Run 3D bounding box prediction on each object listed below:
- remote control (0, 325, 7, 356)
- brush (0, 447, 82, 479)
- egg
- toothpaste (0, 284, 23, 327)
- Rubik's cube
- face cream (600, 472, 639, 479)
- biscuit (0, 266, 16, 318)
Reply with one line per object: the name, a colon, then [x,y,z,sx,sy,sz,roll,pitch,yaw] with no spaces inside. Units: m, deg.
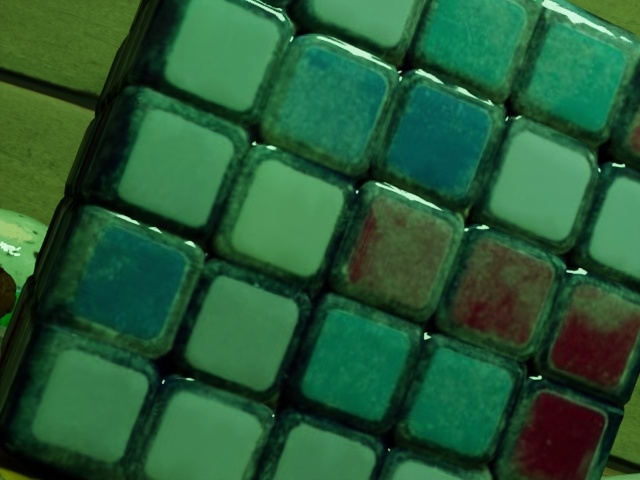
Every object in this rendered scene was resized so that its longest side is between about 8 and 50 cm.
remote control: [-0.188,0.105,0.893,0.103,0.034,0.250,21,-6,-43]
brush: [-0.084,0.124,0.563,0.314,0.017,0.090,21,-3,-37]
egg: [-0.328,0.029,1.181,0.164,0.131,0.131,37,-14,-31]
toothpaste: [-0.367,0.047,1.079,0.267,0.065,0.050,15,0,32]
Rubik's cube: [0.000,0.000,0.662,0.292,0.287,0.293,22,-3,-16]
face cream: [0.207,0.204,0.827,0.143,0.089,0.314,18,-12,-12]
biscuit: [-0.334,0.039,0.915,0.192,0.049,0.192,1,5,0]
